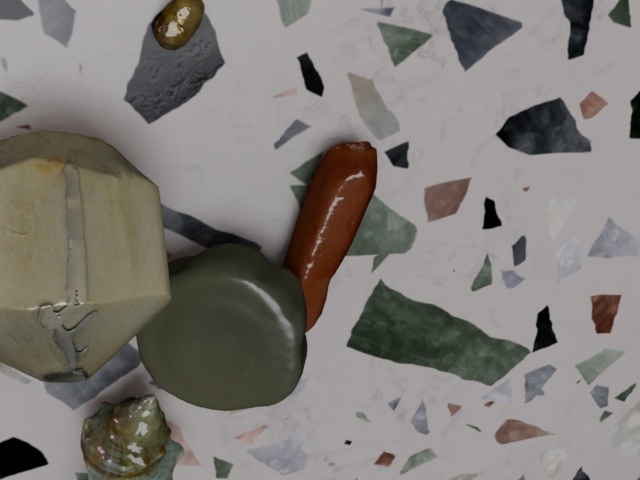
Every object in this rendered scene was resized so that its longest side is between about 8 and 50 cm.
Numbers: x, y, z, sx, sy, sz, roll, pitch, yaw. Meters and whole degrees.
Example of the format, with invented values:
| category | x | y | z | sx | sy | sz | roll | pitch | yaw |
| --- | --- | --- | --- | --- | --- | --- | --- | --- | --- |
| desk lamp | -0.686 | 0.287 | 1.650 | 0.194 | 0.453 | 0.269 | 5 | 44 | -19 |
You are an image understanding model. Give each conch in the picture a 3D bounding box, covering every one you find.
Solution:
| category | x | y | z | sx | sy | sz | roll | pitch | yaw |
| --- | --- | --- | --- | --- | --- | --- | --- | --- | --- |
| conch | -0.312 | 0.388 | 1.227 | 0.169 | 0.203 | 0.386 | 11 | 122 | 1 |

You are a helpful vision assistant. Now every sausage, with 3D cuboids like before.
| category | x | y | z | sx | sy | sz | roll | pitch | yaw |
| --- | --- | --- | --- | --- | --- | --- | --- | --- | --- |
| sausage | 0.000 | 0.000 | 1.194 | 0.094 | 0.097 | 0.348 | 17 | 110 | -14 |

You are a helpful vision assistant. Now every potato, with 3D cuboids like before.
| category | x | y | z | sx | sy | sz | roll | pitch | yaw |
| --- | --- | --- | --- | --- | --- | --- | --- | --- | --- |
| potato | -0.191 | -0.295 | 1.011 | 0.051 | 0.040 | 0.083 | 33 | 103 | -39 |

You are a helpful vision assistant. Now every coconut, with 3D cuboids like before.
| category | x | y | z | sx | sy | sz | roll | pitch | yaw |
| --- | --- | --- | --- | --- | --- | --- | --- | --- | --- |
| coconut | -0.344 | 0.032 | 0.956 | 0.323 | 0.323 | 0.323 | -8 | 118 | -16 |

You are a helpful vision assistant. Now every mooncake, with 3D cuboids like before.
| category | x | y | z | sx | sy | sz | roll | pitch | yaw |
| --- | --- | --- | --- | --- | --- | --- | --- | --- | --- |
| mooncake | -0.145 | 0.130 | 1.146 | 0.275 | 0.135 | 0.275 | 4 | 114 | 8 |
